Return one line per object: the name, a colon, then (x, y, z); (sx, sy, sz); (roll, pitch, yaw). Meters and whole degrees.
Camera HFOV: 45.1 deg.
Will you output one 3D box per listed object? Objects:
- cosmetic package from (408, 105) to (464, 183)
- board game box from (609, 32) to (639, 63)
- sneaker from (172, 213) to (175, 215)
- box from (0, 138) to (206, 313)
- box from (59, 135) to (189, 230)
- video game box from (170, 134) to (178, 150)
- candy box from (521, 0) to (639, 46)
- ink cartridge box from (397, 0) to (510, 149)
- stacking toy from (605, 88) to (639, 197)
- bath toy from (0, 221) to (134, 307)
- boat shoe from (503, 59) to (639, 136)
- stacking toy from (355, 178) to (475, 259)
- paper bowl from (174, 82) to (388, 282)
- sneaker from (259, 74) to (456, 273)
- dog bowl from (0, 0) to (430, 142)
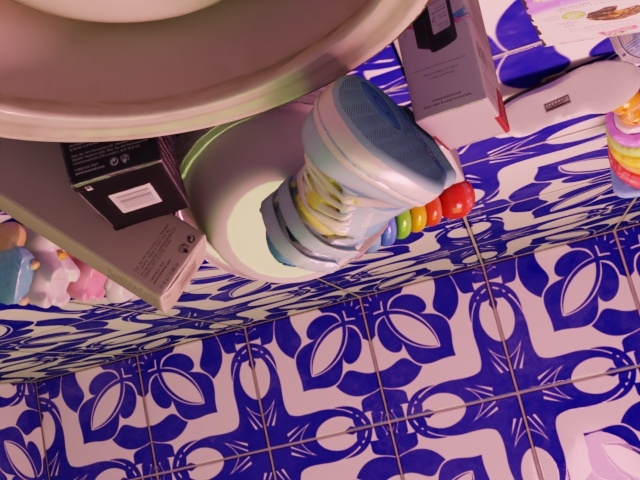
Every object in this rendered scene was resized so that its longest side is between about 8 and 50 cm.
cosmetic package: (0.158, -0.143, 1.258); (0.117, 0.086, 0.231); (-16, 165, 13)
board game box: (0.511, -0.280, 1.064); (0.194, 0.060, 0.194); (-7, 166, -25)
sneaker: (-0.233, -0.038, 1.253); (0.318, 0.112, 0.131); (-16, 164, 18)
box: (-0.274, -0.029, 0.917); (0.275, 0.094, 0.113); (33, 162, 0)
box: (-0.211, -0.114, 0.807); (0.093, 0.158, 0.156); (-18, 167, -4)
video game box: (-0.288, -0.099, 1.074); (0.205, 0.048, 0.187); (-14, 169, 5)
candy box: (0.291, -0.270, 0.776); (0.164, 0.070, 0.196); (-3, 172, 24)
ink cartridge box: (0.128, -0.195, 0.780); (0.072, 0.175, 0.127); (-15, 167, 22)
stacking toy: (0.551, -0.197, 1.326); (0.175, 0.166, 0.301); (-8, 161, 35)
bath toy: (-0.437, 0.033, 1.338); (0.129, 0.152, 0.348); (24, -177, 20)
boat shoe: (0.370, -0.223, 1.170); (0.219, 0.078, 0.070); (-17, -158, 4)
stacking toy: (0.163, -0.053, 1.571); (0.330, 0.141, 0.141); (-15, 168, -10)
paper bowl: (-0.043, -0.059, 0.970); (0.284, 0.148, 0.284); (-5, 132, -6)
sneaker: (0.009, -0.040, 0.735); (0.208, 0.127, 0.319); (-35, 169, 16)
dog bowl: (-0.124, -0.212, 0.507); (0.407, 0.151, 0.408); (-12, 167, -3)
